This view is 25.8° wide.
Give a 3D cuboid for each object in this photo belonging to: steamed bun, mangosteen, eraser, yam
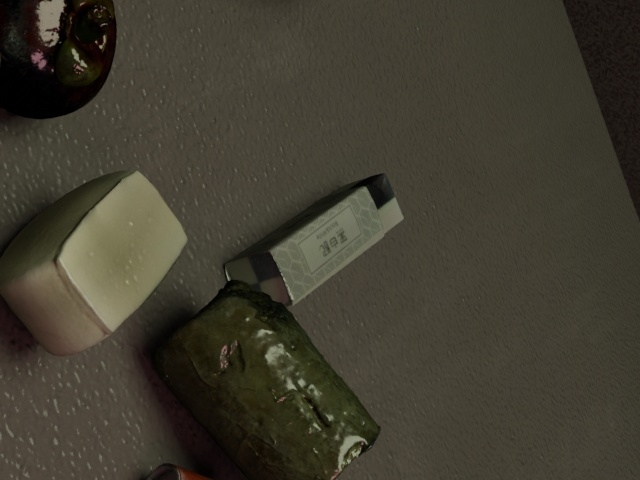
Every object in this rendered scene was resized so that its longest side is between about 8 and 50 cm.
[{"bbox_3d":[-0.292,0.029,1.707,0.146,0.164,0.242,58,37,-20],"label":"steamed bun"},{"bbox_3d":[-0.342,-0.266,1.726,0.216,0.216,0.216,29,53,-47],"label":"mangosteen"},{"bbox_3d":[0.000,0.000,2.214,0.404,0.098,0.096,-37,107,-56],"label":"eraser"},{"bbox_3d":[-0.076,0.206,1.881,0.300,0.195,0.195,51,33,6],"label":"yam"}]

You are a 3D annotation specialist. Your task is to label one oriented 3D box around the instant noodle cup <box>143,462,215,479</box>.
[{"bbox_3d":[-0.163,0.355,1.807,0.135,0.127,0.127,35,48,-33],"label":"instant noodle cup"}]
